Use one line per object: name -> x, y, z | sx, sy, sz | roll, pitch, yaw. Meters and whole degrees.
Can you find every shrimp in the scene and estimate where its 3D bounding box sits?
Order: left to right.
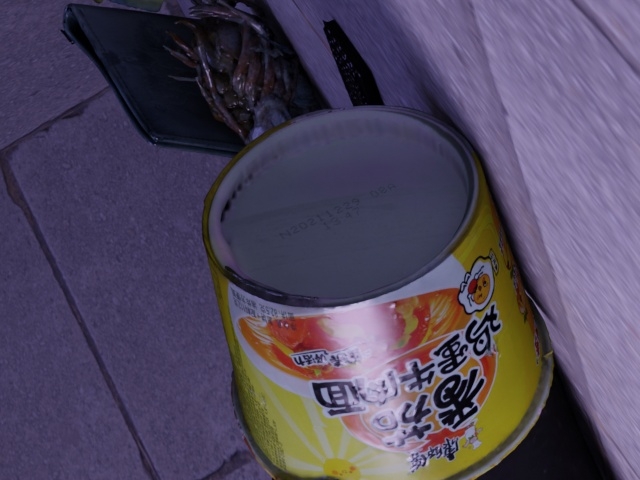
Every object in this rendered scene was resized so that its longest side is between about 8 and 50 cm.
shrimp -> -0.092, -0.228, 1.904 | 0.372, 0.137, 0.172 | 49, 140, 3

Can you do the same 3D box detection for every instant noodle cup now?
instant noodle cup -> 0.036, 0.035, 1.129 | 0.264, 0.264, 0.200 | -123, 13, -45

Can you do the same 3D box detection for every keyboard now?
keyboard -> 0.049, -0.118, 1.469 | 0.087, 0.017, 0.250 | 60, 178, 28

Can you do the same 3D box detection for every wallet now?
wallet -> -0.184, -0.204, 2.001 | 0.251, 0.054, 0.290 | 3, -137, -41

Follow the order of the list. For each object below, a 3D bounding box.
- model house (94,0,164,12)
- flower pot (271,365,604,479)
model house -> -0.253, -0.416, 2.045 | 0.214, 0.189, 0.195 | 59, 180, 41
flower pot -> 0.102, 0.200, 1.311 | 0.379, 0.379, 0.251 | -126, 28, -67
